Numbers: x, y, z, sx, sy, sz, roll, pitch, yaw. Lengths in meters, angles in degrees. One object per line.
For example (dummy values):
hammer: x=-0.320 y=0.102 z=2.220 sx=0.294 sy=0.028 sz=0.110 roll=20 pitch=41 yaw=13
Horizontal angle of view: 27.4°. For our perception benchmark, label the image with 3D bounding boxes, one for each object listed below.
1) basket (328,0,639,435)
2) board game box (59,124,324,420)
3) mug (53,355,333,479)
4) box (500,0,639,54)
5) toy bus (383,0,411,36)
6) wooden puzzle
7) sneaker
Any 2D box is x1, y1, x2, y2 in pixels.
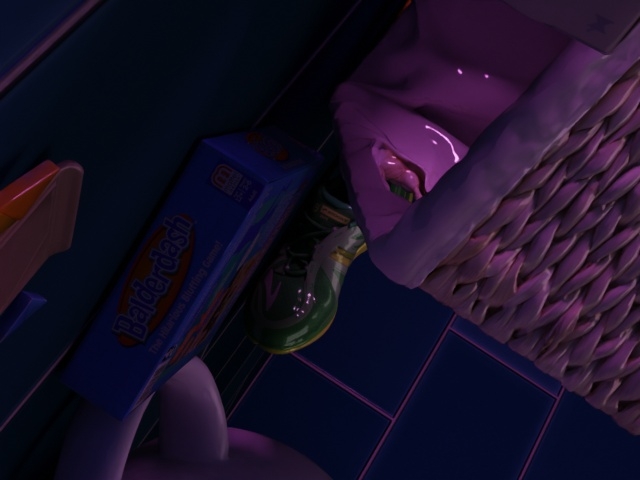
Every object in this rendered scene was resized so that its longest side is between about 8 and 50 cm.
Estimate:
basket: x=0.214 y=-0.099 z=0.977 sx=0.331 sy=0.266 sz=0.328 roll=-49 pitch=-159 yaw=17
board game box: x=-0.071 y=0.010 z=0.809 sx=0.160 sy=0.047 sz=0.210 roll=-58 pitch=176 yaw=10
mug: x=-0.122 y=0.257 z=0.905 sx=0.328 sy=0.276 sz=0.374 roll=-24 pitch=118 yaw=-71
box: x=0.172 y=-0.249 z=0.752 sx=0.275 sy=0.113 sz=0.094 roll=-68 pitch=-173 yaw=-31
toy bus: x=0.157 y=-0.156 z=1.196 sx=0.149 sy=0.220 sz=0.211 roll=-61 pitch=175 yaw=-47
wooden puzzle: x=-0.114 y=0.008 z=0.466 sx=0.078 sy=0.014 sz=0.116 roll=-49 pitch=172 yaw=-38
sneaker: x=0.000 y=0.000 z=1.530 sx=0.295 sy=0.109 sz=0.123 roll=-55 pitch=154 yaw=-23
